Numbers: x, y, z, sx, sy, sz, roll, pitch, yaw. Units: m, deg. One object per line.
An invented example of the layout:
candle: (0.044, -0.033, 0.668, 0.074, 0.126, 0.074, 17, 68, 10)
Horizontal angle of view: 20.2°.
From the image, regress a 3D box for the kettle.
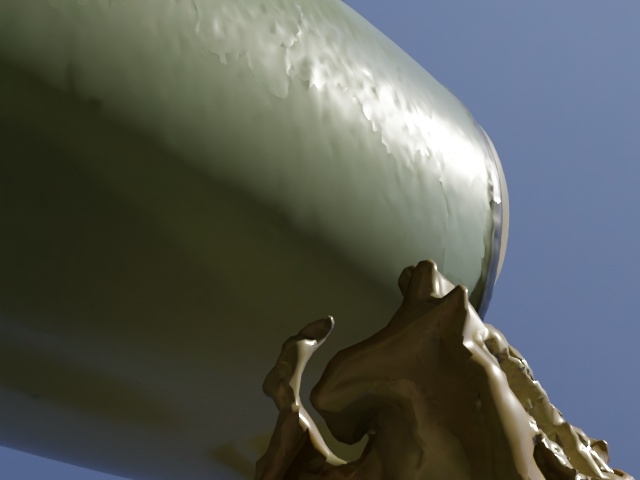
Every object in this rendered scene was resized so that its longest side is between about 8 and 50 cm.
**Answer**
kettle: (-0.079, -0.049, 0.504, 0.165, 0.255, 0.240, -36, -134, 33)

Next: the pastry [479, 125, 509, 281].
pastry: (0.002, -0.001, 1.196, 0.265, 0.133, 0.265, -11, -146, 7)

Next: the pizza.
pizza: (0.039, 0.153, 0.381, 0.071, 0.189, 0.297, -152, -112, -76)
